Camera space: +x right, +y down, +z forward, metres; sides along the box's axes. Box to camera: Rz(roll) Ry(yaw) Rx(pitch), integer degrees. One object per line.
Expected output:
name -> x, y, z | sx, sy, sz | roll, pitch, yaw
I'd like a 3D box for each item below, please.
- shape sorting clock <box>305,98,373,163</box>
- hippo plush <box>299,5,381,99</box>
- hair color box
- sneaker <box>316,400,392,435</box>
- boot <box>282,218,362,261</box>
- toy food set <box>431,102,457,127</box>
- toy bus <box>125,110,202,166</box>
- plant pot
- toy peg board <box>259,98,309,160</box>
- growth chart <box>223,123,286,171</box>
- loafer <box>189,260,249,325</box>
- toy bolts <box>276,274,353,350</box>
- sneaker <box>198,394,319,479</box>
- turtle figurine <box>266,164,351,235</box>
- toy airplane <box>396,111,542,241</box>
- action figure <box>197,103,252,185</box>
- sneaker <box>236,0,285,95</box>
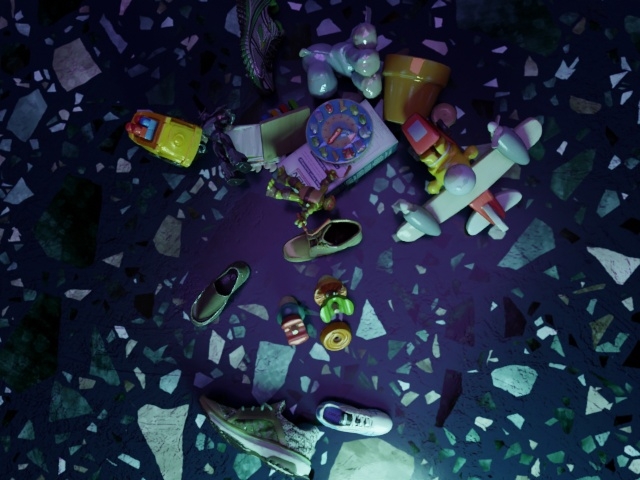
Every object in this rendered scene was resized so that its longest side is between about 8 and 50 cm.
shape sorting clock -> 0.057, -0.330, 1.513 | 0.206, 0.040, 0.206 | -1, 84, 6
hippo plush -> 0.055, -0.561, 1.535 | 0.236, 0.234, 0.295 | -7, 82, 6
hair color box -> 0.054, -0.262, 1.581 | 0.347, 0.105, 0.174 | -36, 82, 1
sneaker -> 0.101, 0.546, 1.526 | 0.237, 0.086, 0.085 | 9, 85, 4
boot -> 0.000, 0.000, 1.515 | 0.261, 0.203, 0.095 | -12, 86, 3
toy food set -> 0.395, -0.398, 1.604 | 0.082, 0.020, 0.083 | -41, 83, 1
toy bus -> -0.516, -0.335, 1.560 | 0.220, 0.211, 0.150 | 23, 95, 35
plant pot -> 0.276, -0.450, 1.543 | 0.205, 0.205, 0.188 | 14, 103, 6
toy peg board -> -0.122, -0.353, 1.571 | 0.160, 0.161, 0.079 | -23, 60, -16
growth chart -> -0.227, -0.309, 1.652 | 0.237, 0.021, 0.172 | 3, 86, 5
loafer -> -0.331, 0.164, 1.592 | 0.094, 0.087, 0.251 | 38, 90, 7
toy bolts -> -0.021, 0.229, 1.563 | 0.228, 0.158, 0.218 | -15, 125, -6
sneaker -> -0.183, 0.564, 1.550 | 0.410, 0.158, 0.182 | 27, 57, 8
turtle figurine -> -0.035, -0.144, 1.486 | 0.217, 0.087, 0.270 | 25, 66, 11
toy airplane -> 0.412, -0.166, 1.448 | 0.384, 0.272, 0.387 | 6, 106, 13
action figure -> -0.319, -0.317, 1.601 | 0.185, 0.099, 0.285 | -44, 69, 27
sneaker -> -0.183, -0.636, 1.617 | 0.146, 0.134, 0.344 | -6, 85, 4
